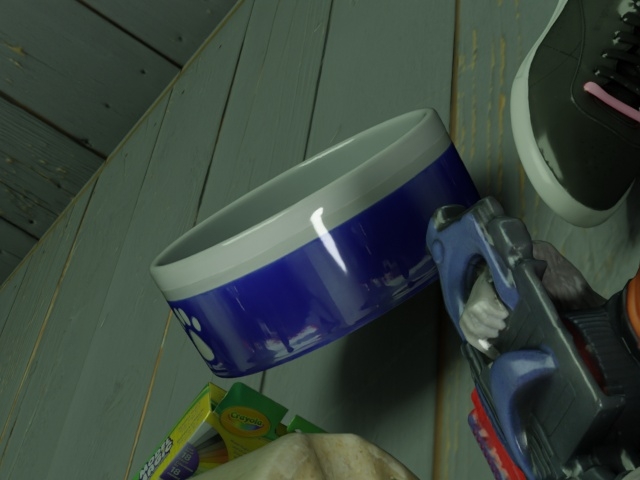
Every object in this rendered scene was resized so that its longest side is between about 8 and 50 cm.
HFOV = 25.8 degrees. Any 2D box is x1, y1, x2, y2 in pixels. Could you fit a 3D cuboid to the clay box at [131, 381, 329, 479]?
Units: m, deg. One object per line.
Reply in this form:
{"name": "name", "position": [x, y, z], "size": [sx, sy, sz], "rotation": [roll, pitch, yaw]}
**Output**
{"name": "clay box", "position": [-0.084, 0.213, 1.139], "size": [0.222, 0.127, 0.053], "rotation": [-52, 20, 15]}

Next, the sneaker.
{"name": "sneaker", "position": [0.225, -0.147, 0.971], "size": [0.147, 0.104, 0.296], "rotation": [-43, 19, 50]}

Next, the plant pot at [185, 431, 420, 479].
{"name": "plant pot", "position": [-0.067, 0.267, 0.780], "size": [0.305, 0.334, 0.334], "rotation": [-35, 27, 25]}

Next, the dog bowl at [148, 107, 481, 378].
{"name": "dog bowl", "position": [0.000, 0.000, 1.134], "size": [0.265, 0.104, 0.265], "rotation": [-29, 8, 5]}

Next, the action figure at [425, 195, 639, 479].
{"name": "action figure", "position": [0.201, 0.084, 0.681], "size": [0.330, 0.178, 0.341], "rotation": [-50, 46, 41]}
